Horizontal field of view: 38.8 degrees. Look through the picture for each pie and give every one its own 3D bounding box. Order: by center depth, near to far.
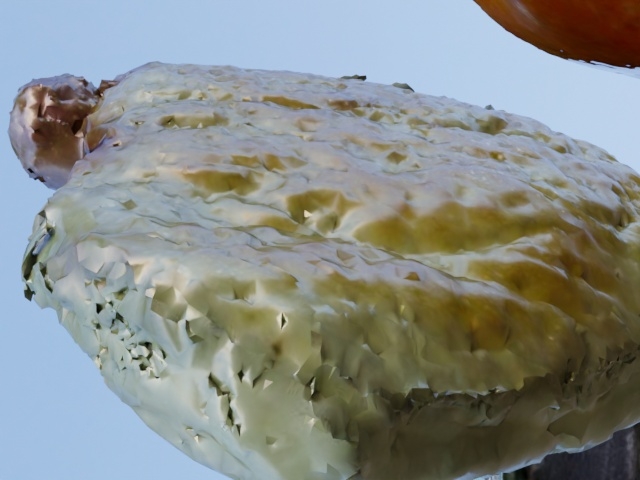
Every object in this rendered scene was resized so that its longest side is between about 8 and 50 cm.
[{"bbox_3d":[0.021,0.008,0.540,0.395,0.418,0.180,-3,-68,-26],"label":"pie"}]

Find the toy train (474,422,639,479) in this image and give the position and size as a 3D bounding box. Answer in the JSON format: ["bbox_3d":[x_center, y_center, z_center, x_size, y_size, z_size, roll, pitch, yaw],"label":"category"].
[{"bbox_3d":[0.213,0.161,0.775,0.249,0.174,0.307,70,-153,-78],"label":"toy train"}]

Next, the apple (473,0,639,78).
[{"bbox_3d":[0.207,-0.237,0.399,0.365,0.328,0.295,-25,-31,-15],"label":"apple"}]
